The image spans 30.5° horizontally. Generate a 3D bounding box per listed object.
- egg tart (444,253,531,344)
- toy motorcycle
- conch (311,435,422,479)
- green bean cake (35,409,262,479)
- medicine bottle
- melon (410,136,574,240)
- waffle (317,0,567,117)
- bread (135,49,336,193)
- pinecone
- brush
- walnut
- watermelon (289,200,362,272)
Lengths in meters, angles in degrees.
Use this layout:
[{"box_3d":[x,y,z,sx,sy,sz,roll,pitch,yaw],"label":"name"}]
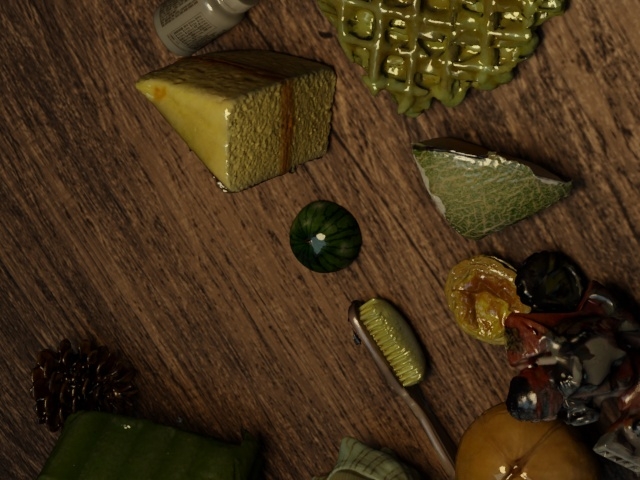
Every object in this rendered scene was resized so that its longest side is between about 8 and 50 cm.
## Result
[{"box_3d":[0.222,0.074,1.542,0.130,0.052,0.130,14,121,24],"label":"egg tart"},{"box_3d":[0.366,0.199,1.427,0.401,0.207,0.134,42,154,3],"label":"toy motorcycle"},{"box_3d":[0.085,0.377,1.710,0.386,0.169,0.203,-23,109,38],"label":"conch"},{"box_3d":[-0.268,0.422,1.864,0.319,0.218,0.335,12,132,9],"label":"green bean cake"},{"box_3d":[-0.150,-0.307,1.554,0.140,0.079,0.079,-25,100,38],"label":"medicine bottle"},{"box_3d":[0.207,-0.062,1.460,0.202,0.093,0.139,17,119,14],"label":"melon"},{"box_3d":[0.120,-0.307,1.393,0.297,0.073,0.317,-31,95,38],"label":"waffle"},{"box_3d":[-0.114,-0.165,1.512,0.178,0.240,0.135,19,117,27],"label":"bread"},{"box_3d":[-0.380,0.244,1.934,0.165,0.163,0.163,5,117,17],"label":"pinecone"},{"box_3d":[0.141,0.209,1.657,0.067,0.072,0.313,-28,99,24],"label":"brush"},{"box_3d":[0.274,0.303,1.531,0.193,0.225,0.193,-9,69,25],"label":"walnut"},{"box_3d":[0.000,0.000,1.632,0.105,0.062,0.105,8,111,22],"label":"watermelon"}]
